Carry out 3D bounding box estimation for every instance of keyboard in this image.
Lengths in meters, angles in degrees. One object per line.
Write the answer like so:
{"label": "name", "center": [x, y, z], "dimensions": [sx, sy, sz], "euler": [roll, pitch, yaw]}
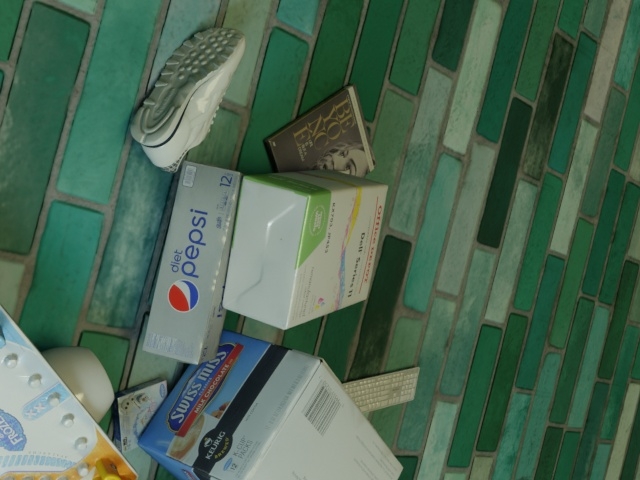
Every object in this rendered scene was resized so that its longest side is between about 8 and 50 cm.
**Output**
{"label": "keyboard", "center": [0.105, 0.295, 1.837], "dimensions": [0.256, 0.014, 0.072], "euler": [-3, 102, -45]}

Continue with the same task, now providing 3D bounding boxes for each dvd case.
{"label": "dvd case", "center": [0.006, -0.148, 1.627], "dimensions": [0.221, 0.018, 0.164], "euler": [-38, 125, -34]}

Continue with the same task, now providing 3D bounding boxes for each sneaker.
{"label": "sneaker", "center": [-0.182, -0.209, 1.382], "dimensions": [0.235, 0.090, 0.095], "euler": [-55, 145, -17]}

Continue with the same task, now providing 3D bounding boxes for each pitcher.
{"label": "pitcher", "center": [-0.376, 0.246, 1.252], "dimensions": [0.207, 0.125, 0.177], "euler": [-28, 124, -28]}

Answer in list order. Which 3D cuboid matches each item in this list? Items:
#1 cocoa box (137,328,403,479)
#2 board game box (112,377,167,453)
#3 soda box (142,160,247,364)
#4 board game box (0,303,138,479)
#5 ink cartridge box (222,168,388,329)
{"label": "cocoa box", "center": [-0.069, 0.339, 1.497], "dimensions": [0.231, 0.228, 0.347], "euler": [-57, 137, -23]}
{"label": "board game box", "center": [-0.270, 0.263, 1.433], "dimensions": [0.090, 0.020, 0.090], "euler": [-15, 110, -44]}
{"label": "soda box", "center": [-0.177, 0.032, 1.402], "dimensions": [0.098, 0.091, 0.286], "euler": [10, 93, -80]}
{"label": "board game box", "center": [-0.462, 0.297, 1.123], "dimensions": [0.390, 0.050, 0.390], "euler": [-35, 126, -11]}
{"label": "ink cartridge box", "center": [0.000, 0.000, 1.500], "dimensions": [0.353, 0.119, 0.207], "euler": [-14, 117, -62]}
